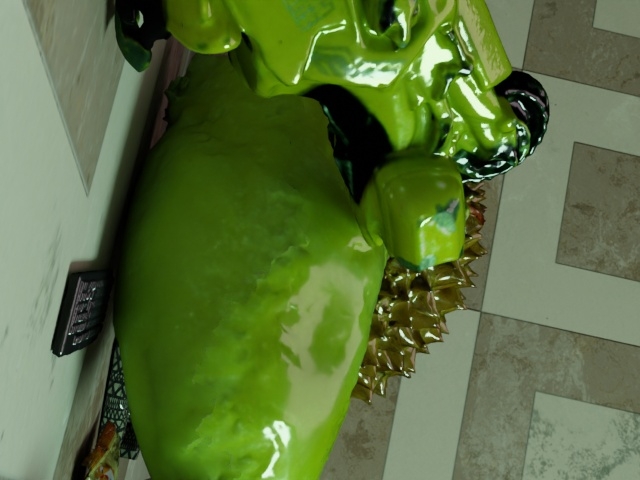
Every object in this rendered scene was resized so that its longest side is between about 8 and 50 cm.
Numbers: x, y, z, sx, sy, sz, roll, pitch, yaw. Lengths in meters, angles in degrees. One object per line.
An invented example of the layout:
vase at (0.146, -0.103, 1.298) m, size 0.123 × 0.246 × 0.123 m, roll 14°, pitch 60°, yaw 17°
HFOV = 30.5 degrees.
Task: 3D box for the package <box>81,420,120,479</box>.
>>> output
package at (-0.187, 0.219, 0.954) m, size 0.108 × 0.031 × 0.120 m, roll -91°, pitch -168°, yaw -81°

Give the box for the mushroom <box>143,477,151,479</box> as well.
mushroom at (-0.122, 0.335, 1.068) m, size 0.246 × 0.202 × 0.246 m, roll 178°, pitch -90°, yaw -71°

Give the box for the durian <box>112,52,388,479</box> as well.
durian at (-0.047, 0.043, 0.866) m, size 0.339 × 0.204 × 0.255 m, roll -88°, pitch 176°, yaw -51°

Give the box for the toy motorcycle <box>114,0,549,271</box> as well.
toy motorcycle at (0.011, -0.112, 0.659) m, size 0.342 × 0.206 × 0.142 m, roll 57°, pitch 20°, yaw -48°

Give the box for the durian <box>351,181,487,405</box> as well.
durian at (-0.001, -0.001, 1.163) m, size 0.384 × 0.347 × 0.347 m, roll -42°, pitch -176°, yaw 1°

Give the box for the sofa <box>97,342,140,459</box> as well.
sofa at (-0.165, 0.129, 1.032) m, size 0.060 × 0.039 × 0.118 m, roll -81°, pitch -176°, yaw -64°

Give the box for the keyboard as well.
keyboard at (-0.148, 0.044, 0.746) m, size 0.155 × 0.010 × 0.053 m, roll 178°, pitch -75°, yaw -87°
